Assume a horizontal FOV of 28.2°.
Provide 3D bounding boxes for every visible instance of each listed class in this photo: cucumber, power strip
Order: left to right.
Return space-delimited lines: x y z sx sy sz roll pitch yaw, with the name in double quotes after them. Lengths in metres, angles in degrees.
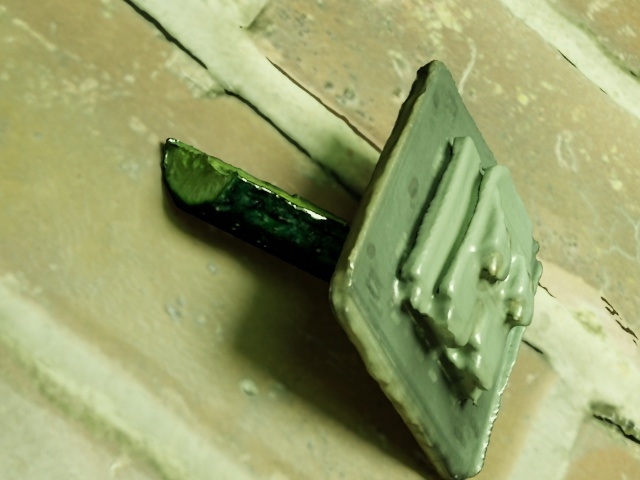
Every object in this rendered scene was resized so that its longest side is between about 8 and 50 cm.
0.000 0.000 0.803 0.220 0.070 0.046 25 86 -18 "cucumber"
0.097 0.018 0.803 0.198 0.064 0.213 55 43 -38 "power strip"
